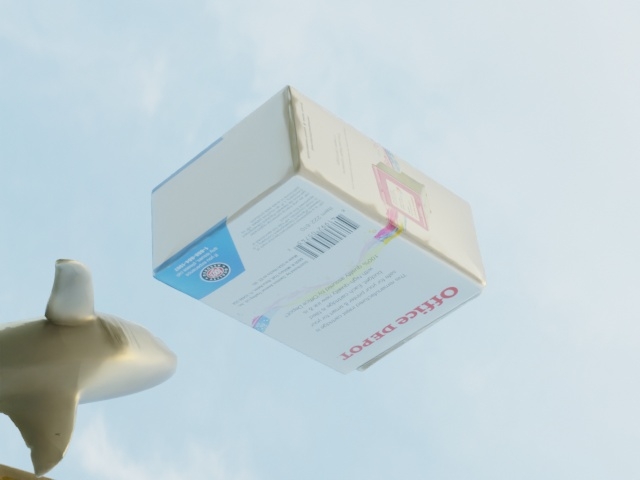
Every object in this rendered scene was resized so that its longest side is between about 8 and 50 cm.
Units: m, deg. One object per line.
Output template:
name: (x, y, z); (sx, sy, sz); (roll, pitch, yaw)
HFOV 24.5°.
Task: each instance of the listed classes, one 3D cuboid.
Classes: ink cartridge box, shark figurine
ink cartridge box: (0.000, 0.000, 0.643); (0.122, 0.088, 0.052); (31, -143, -36)
shark figurine: (-0.217, 0.112, 0.943); (0.278, 0.166, 0.116); (-17, -118, -14)

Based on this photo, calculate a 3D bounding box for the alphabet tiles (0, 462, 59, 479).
alphabet tiles: (-0.334, 0.263, 1.081); (0.342, 0.011, 0.285); (18, -134, -6)
